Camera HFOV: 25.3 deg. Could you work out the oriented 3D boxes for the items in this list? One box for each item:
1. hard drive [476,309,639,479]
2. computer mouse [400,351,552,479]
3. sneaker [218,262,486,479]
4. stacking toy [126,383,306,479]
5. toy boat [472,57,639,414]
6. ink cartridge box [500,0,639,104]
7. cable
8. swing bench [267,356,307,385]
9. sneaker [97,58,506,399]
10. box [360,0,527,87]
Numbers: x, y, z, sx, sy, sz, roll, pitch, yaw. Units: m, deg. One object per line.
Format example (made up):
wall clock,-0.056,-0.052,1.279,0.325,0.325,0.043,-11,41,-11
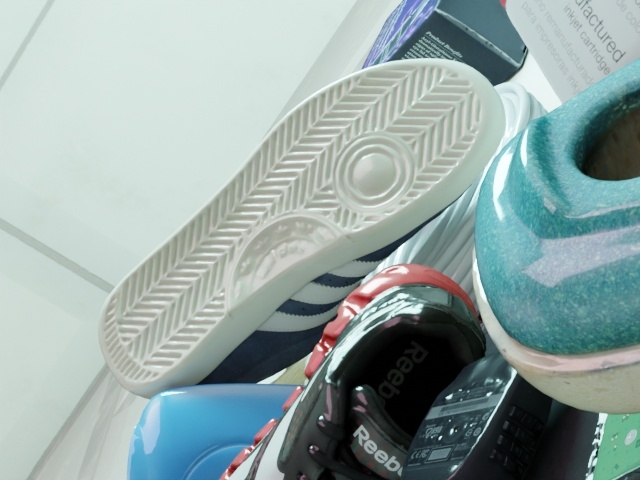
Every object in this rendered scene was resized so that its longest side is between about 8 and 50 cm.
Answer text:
hard drive,0.134,0.098,0.794,0.339,0.064,0.237,-47,16,48
computer mouse,0.115,0.056,0.756,0.242,0.041,0.071,-56,18,-27
sneaker,0.008,0.137,0.812,0.276,0.098,0.135,-57,8,-4
stacking toy,-0.052,0.209,1.129,0.302,0.166,0.175,83,-174,-80
toy boat,0.184,-0.005,0.531,0.268,0.148,0.318,-27,30,12
ink cartridge box,0.236,-0.236,0.841,0.306,0.131,0.226,-51,50,37
cable,0.106,0.001,1.122,0.257,0.089,0.257,-41,20,53
swing bench,-0.077,0.109,1.425,0.254,0.165,0.253,-59,11,-5
sneaker,0.000,0.000,1.072,0.350,0.131,0.148,-35,-28,15
box,0.138,-0.214,1.524,0.207,0.108,0.153,-44,17,52
